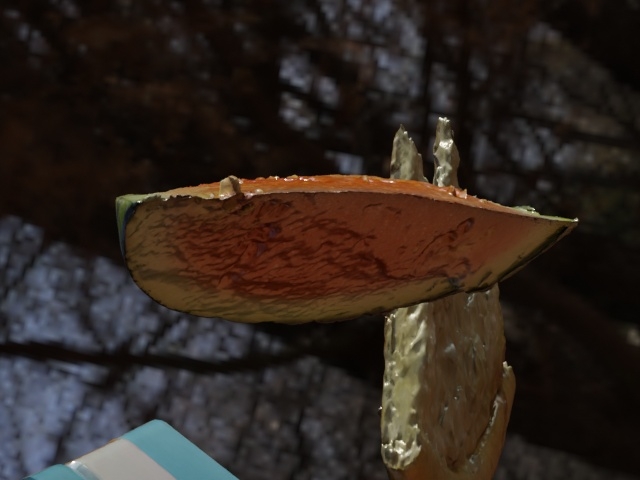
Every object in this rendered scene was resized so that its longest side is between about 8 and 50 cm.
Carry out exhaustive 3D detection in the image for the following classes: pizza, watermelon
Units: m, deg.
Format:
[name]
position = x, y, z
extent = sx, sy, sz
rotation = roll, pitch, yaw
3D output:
[pizza]
position = 0.082, 0.047, 1.201
extent = 0.181, 0.034, 0.262
rotation = 21, -114, -63
[watermelon]
position = 0.000, -0.006, 0.858
extent = 0.245, 0.119, 0.063
rotation = 4, -110, -36

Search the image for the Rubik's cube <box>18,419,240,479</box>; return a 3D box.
[Rubik's cube]
position = -0.130, 0.379, 1.396
extent = 0.347, 0.346, 0.344
rotation = -54, -10, 11
